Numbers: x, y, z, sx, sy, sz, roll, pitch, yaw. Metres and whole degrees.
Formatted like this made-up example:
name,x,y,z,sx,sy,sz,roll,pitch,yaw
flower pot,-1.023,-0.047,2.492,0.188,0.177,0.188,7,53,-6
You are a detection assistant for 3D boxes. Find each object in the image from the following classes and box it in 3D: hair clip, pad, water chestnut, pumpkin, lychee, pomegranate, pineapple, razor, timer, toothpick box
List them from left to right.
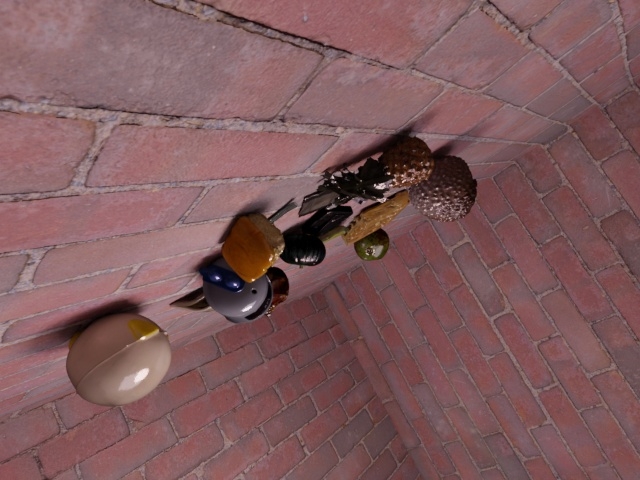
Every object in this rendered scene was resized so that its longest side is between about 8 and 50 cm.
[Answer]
name,x,y,z,sx,sy,sz,roll,pitch,yaw
hair clip,-0.474,0.257,1.852,0.282,0.113,0.172,-29,169,5
toothpick box,-0.319,0.175,1.611,0.263,0.263,0.355,-27,168,-9
water chestnut,-0.259,0.229,1.977,0.223,0.238,0.223,3,-178,0
razor,-0.148,-0.070,1.407,0.191,0.037,0.068,-38,125,21
pumpkin,-0.075,0.044,1.735,0.201,0.140,0.202,7,179,0
timer,0.028,-0.076,1.705,0.144,0.055,0.187,-3,155,-42
pad,0.034,-0.156,1.513,0.233,0.022,0.174,-25,168,-18
pomegranate,0.302,-0.003,2.493,0.214,0.214,0.248,-37,-161,36
pineapple,0.170,-0.194,1.330,0.364,0.166,0.165,-26,168,-12
lychee,0.515,-0.212,1.804,0.300,0.300,0.300,-28,169,-6

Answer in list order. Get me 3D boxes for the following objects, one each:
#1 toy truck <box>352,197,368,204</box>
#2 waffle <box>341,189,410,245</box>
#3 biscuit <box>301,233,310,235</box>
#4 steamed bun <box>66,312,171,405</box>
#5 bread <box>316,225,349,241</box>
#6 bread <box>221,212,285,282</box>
name,x,y,z,sx,sy,sz,roll,pitch,yaw
toy truck,0.168,-0.184,1.544,0.123,0.062,0.052,-54,177,-18
waffle,0.282,-0.113,2.181,0.304,0.078,0.348,-26,169,-20
biscuit,-0.154,0.034,1.868,0.247,0.029,0.118,-28,168,-4
steamed bun,-0.690,0.411,1.495,0.333,0.334,0.374,-25,168,-19
bread,-0.005,0.002,2.000,0.301,0.045,0.301,-26,176,-2
bread,-0.211,0.022,1.336,0.121,0.174,0.245,-46,-178,-37
